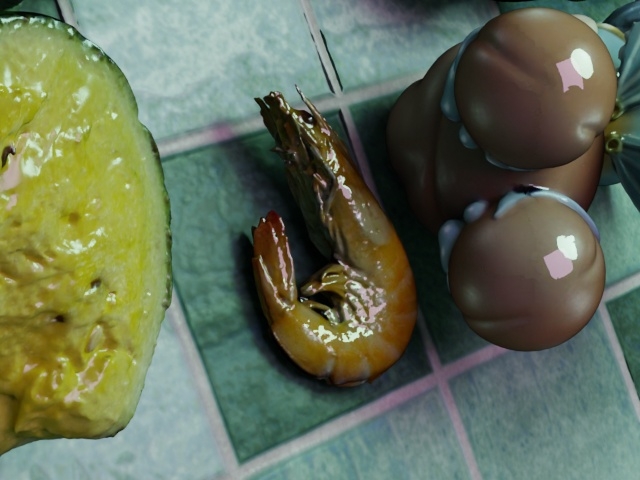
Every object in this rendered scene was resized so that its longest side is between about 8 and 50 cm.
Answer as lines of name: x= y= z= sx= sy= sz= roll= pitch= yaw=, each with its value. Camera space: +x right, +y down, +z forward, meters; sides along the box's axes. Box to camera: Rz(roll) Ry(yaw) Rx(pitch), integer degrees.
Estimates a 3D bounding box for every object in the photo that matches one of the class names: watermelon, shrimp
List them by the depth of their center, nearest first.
watermelon: x=-0.249 y=0.022 z=0.951 sx=0.331 sy=0.189 sz=0.331 roll=-17 pitch=109 yaw=-60
shrimp: x=0.000 y=0.000 z=1.300 sx=0.150 sy=0.068 sz=0.249 roll=-26 pitch=100 yaw=-40

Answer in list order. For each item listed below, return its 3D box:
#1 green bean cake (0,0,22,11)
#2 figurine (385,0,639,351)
green bean cake: x=-0.200 y=-0.270 z=1.084 sx=0.300 sy=0.169 sz=0.308 roll=41 pitch=45 yaw=-42
figurine: x=0.217 y=-0.082 z=1.423 sx=0.388 sy=0.248 sz=0.277 roll=-16 pitch=111 yaw=-43
